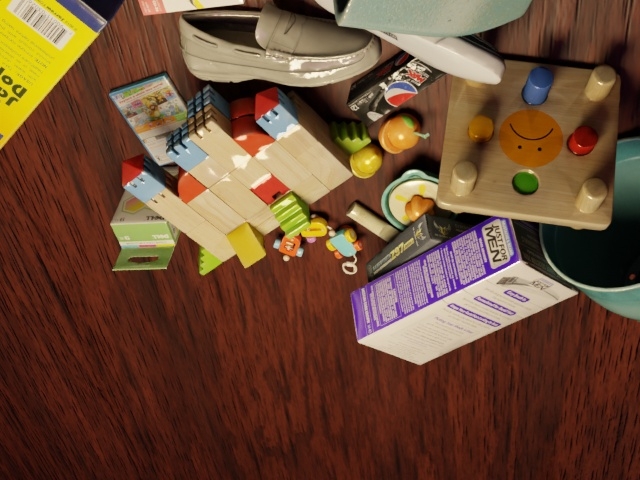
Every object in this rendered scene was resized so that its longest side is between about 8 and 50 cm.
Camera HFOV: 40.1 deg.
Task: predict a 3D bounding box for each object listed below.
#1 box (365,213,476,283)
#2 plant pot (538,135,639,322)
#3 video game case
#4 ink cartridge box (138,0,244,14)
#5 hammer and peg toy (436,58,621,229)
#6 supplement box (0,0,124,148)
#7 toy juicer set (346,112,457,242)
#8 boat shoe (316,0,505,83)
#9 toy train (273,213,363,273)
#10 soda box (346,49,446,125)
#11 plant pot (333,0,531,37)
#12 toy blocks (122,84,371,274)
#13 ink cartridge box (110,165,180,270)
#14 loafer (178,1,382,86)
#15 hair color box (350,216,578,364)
[{"bbox_3d":[0.226,0.041,1.576,0.232,0.059,0.183,11,145,-31],"label":"box"},{"bbox_3d":[0.533,0.013,1.414,0.271,0.272,0.255,-22,139,30],"label":"plant pot"},{"bbox_3d":[-0.280,-0.211,1.549,0.119,0.015,0.166,-12,129,24],"label":"video game case"},{"bbox_3d":[-0.161,-0.392,1.278,0.198,0.115,0.067,-2,131,16],"label":"ink cartridge box"},{"bbox_3d":[0.365,-0.148,1.305,0.361,0.266,0.127,7,161,6],"label":"hammer and peg toy"},{"bbox_3d":[-0.463,-0.337,1.346,0.195,0.194,0.356,38,130,-22],"label":"supplement box"},{"bbox_3d":[0.138,-0.077,1.525,0.209,0.089,0.329,17,135,-4],"label":"toy juicer set"},{"bbox_3d":[0.138,-0.326,1.248,0.301,0.102,0.108,29,178,12],"label":"boat shoe"},{"bbox_3d":[0.000,0.000,1.664,0.166,0.046,0.125,17,136,1],"label":"toy train"},{"bbox_3d":[0.121,-0.252,1.382,0.169,0.060,0.053,-30,121,34],"label":"soda box"},{"bbox_3d":[0.168,-0.408,1.112,0.252,0.247,0.248,10,136,-18],"label":"plant pot"},{"bbox_3d":[-0.142,-0.133,1.441,0.381,0.191,0.261,-33,130,20],"label":"toy blocks"},{"bbox_3d":[-0.305,-0.044,1.576,0.109,0.209,0.062,-1,135,14],"label":"ink cartridge box"},{"bbox_3d":[-0.067,-0.305,1.342,0.319,0.112,0.111,1,141,13],"label":"loafer"},{"bbox_3d":[0.239,0.089,1.498,0.339,0.110,0.185,-29,143,33],"label":"hair color box"}]
